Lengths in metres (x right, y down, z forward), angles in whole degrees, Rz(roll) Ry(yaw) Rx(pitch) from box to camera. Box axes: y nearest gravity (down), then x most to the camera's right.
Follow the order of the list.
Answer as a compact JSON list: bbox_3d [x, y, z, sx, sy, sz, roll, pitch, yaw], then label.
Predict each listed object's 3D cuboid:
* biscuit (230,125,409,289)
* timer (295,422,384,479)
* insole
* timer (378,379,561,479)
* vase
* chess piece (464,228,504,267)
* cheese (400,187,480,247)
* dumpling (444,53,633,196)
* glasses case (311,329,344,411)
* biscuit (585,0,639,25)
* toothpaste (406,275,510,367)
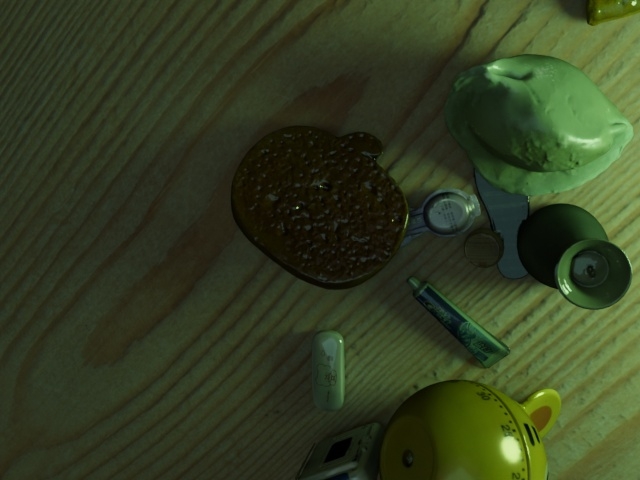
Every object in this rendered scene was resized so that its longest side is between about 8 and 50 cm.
[{"bbox_3d":[0.007,-0.088,1.434,0.394,0.070,0.350,42,87,14],"label":"biscuit"},{"bbox_3d":[0.046,0.489,1.459,0.178,0.253,0.078,-26,92,16],"label":"timer"},{"bbox_3d":[0.388,-0.069,1.399,0.110,0.012,0.310,-7,97,14],"label":"insole"},{"bbox_3d":[0.323,0.462,1.366,0.386,0.376,0.376,14,108,-33],"label":"timer"},{"bbox_3d":[0.473,0.031,1.228,0.173,0.321,0.173,1,99,9],"label":"vase"},{"bbox_3d":[0.346,0.017,1.405,0.083,0.038,0.084,5,104,22],"label":"chess piece"},{"bbox_3d":[0.246,-0.053,1.422,0.190,0.042,0.105,-14,95,17],"label":"cheese"},{"bbox_3d":[0.405,-0.220,1.264,0.320,0.212,0.270,45,102,10],"label":"dumpling"},{"bbox_3d":[0.018,0.302,1.539,0.074,0.049,0.194,3,99,14],"label":"glasses case"},{"bbox_3d":[0.577,-0.491,1.222,0.183,0.039,0.174,-15,134,18],"label":"biscuit"},{"bbox_3d":[0.292,0.172,1.451,0.268,0.047,0.069,42,94,1],"label":"toothpaste"}]
